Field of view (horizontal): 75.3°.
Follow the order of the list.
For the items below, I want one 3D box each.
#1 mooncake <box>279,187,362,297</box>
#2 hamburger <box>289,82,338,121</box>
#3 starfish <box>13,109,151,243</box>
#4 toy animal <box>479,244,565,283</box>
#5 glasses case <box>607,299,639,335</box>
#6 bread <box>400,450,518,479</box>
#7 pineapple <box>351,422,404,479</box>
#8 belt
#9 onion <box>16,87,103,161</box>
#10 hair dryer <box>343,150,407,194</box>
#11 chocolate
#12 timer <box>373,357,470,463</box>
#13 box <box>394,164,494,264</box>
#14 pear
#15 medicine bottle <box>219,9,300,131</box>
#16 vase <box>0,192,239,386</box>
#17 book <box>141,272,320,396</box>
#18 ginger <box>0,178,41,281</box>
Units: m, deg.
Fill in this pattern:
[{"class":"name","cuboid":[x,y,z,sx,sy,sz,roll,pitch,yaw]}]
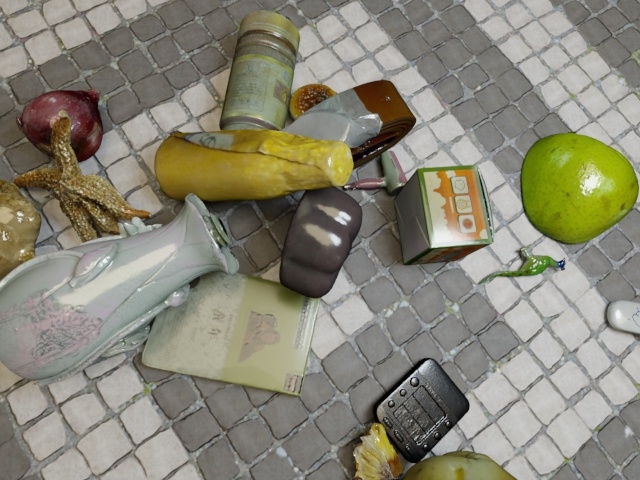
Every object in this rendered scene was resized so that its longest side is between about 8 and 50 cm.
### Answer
[{"class":"mooncake","cuboid":[0.000,0.000,0.880,0.133,0.245,0.244,24,75,5]},{"class":"hamburger","cuboid":[-0.009,-0.333,1.039,0.141,0.081,0.126,18,75,0]},{"class":"starfish","cuboid":[-0.518,-0.073,0.895,0.302,0.084,0.293,-32,106,25]},{"class":"toy animal","cuboid":[0.486,0.053,1.015,0.217,0.041,0.074,-9,79,-3]},{"class":"glasses case","cuboid":[0.792,0.196,1.001,0.197,0.049,0.076,14,76,-2]},{"class":"bread","cuboid":[0.286,0.559,0.788,0.341,0.210,0.300,30,98,8]},{"class":"pineapple","cuboid":[0.115,0.445,0.840,0.069,0.116,0.137,-4,101,-48]},{"class":"belt","cuboid":[0.060,-0.238,0.950,0.339,0.217,0.122,-28,81,-22]},{"class":"onion","cuboid":[-0.566,-0.274,0.944,0.160,0.159,0.194,22,64,0]},{"class":"hair dryer","cuboid":[0.130,-0.154,1.029,0.154,0.054,0.106,-18,74,-5]},{"class":"chocolate","cuboid":[-0.142,-0.159,0.840,0.446,0.162,0.162,4,73,32]},{"class":"timer","cuboid":[0.217,0.366,0.908,0.187,0.055,0.144,-37,84,-16]},{"class":"box","cuboid":[0.271,-0.050,0.938,0.148,0.195,0.177,-5,76,-7]},{"class":"pear","cuboid":[0.632,-0.120,1.029,0.288,0.139,0.239,40,85,6]},{"class":"medicine bottle","cuboid":[-0.146,-0.366,0.999,0.151,0.151,0.322,9,76,-3]},{"class":"vase","cuboid":[-0.386,0.084,0.815,0.446,0.250,0.249,-30,81,-5]},{"class":"book","cuboid":[-0.192,0.190,0.921,0.353,0.035,0.239,13,74,-2]},{"class":"ginger","cuboid":[-0.743,0.041,0.843,0.236,0.166,0.375,39,71,-3]}]
